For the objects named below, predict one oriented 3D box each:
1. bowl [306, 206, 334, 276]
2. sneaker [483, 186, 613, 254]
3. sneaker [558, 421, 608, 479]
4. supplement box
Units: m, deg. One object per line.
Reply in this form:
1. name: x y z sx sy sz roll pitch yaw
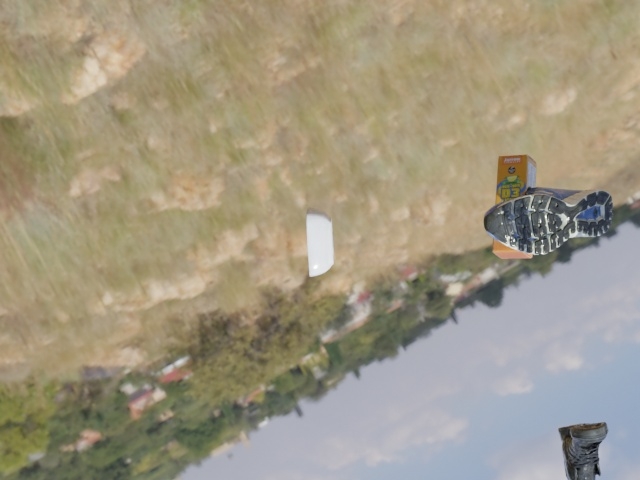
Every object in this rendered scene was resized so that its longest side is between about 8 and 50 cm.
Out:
1. bowl: 0.000 0.000 1.860 0.053 0.142 0.142 -4 -173 2
2. sneaker: 0.467 -0.047 1.889 0.330 0.129 0.147 -6 -171 -33
3. sneaker: 0.372 0.304 1.243 0.051 0.089 0.170 -9 168 -2
4. supplement box: 0.447 -0.078 2.038 0.078 0.233 0.080 -3 163 31
